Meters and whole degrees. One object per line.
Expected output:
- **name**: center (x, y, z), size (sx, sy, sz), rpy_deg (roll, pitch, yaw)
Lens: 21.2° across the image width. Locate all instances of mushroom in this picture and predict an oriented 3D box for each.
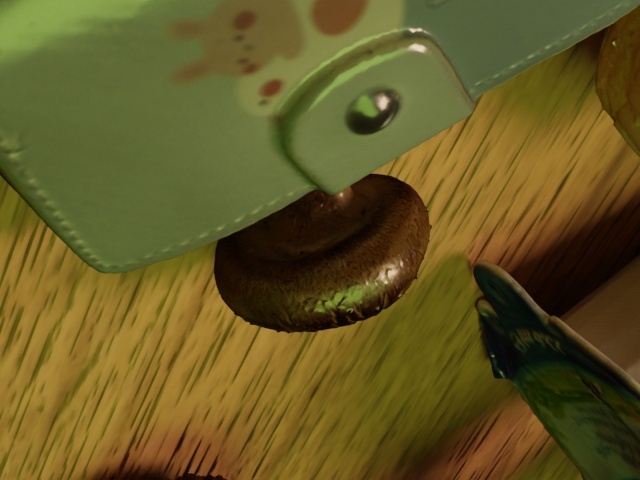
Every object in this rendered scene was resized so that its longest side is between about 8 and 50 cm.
- **mushroom**: center (0.002, 0.005, 0.968), size (0.126, 0.109, 0.085), rpy_deg (-13, 151, 3)

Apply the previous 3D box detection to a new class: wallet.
- **wallet**: center (-0.003, -0.120, 0.821), size (0.360, 0.083, 0.252), rpy_deg (-30, 142, 1)

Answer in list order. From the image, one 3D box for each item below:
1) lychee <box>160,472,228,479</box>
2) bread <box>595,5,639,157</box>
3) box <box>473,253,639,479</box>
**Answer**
- **lychee**: center (-0.083, 0.252, 1.156), size (0.194, 0.194, 0.194), rpy_deg (-21, 146, -15)
- **bread**: center (0.254, -0.140, 0.970), size (0.140, 0.106, 0.236), rpy_deg (10, 130, -47)
- **box**: center (0.263, 0.069, 1.188), size (0.206, 0.291, 0.262), rpy_deg (-40, -173, -14)
